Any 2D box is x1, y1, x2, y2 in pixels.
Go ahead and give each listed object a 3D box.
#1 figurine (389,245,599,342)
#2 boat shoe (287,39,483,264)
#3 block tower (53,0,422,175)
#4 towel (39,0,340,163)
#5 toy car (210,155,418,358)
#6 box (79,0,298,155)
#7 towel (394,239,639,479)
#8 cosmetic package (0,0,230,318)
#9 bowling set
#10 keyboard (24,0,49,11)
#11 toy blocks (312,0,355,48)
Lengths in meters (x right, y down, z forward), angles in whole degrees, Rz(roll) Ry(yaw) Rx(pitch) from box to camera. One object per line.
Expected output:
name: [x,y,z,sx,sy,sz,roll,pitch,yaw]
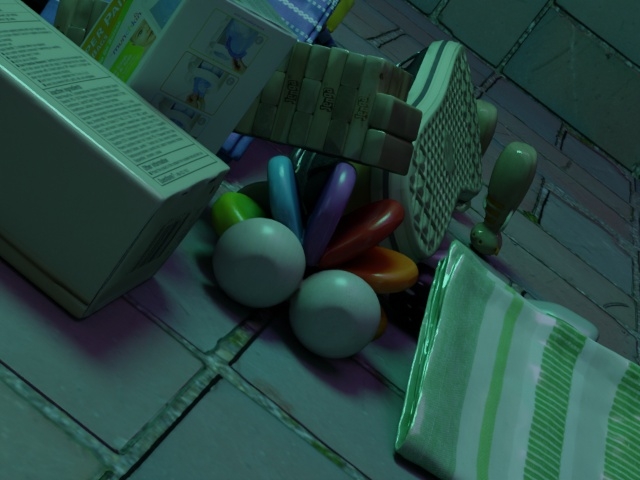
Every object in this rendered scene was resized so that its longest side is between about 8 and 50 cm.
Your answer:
figurine: [0.166,0.078,1.426,0.209,0.092,0.215,36,15,10]
boat shoe: [0.075,-0.095,1.493,0.500,0.156,0.187,-51,133,-65]
block tower: [-0.078,-0.140,1.261,0.335,0.091,0.097,15,1,20]
towel: [-0.112,-0.260,1.459,0.243,0.336,0.040,34,-27,-6]
toy car: [0.000,0.000,1.192,0.182,0.136,0.159,34,17,-9]
box: [-0.131,-0.127,1.150,0.103,0.203,0.114,24,20,-37]
towel: [0.218,0.165,1.218,0.325,0.038,0.248,34,41,-15]
cosmetic package: [-0.233,-0.095,1.020,0.309,0.113,0.160,38,16,5]
bowling set: [0.128,-0.117,1.822,0.199,0.154,0.287,8,29,-22]
keyboard: [-0.348,-0.268,1.413,0.192,0.038,0.100,30,-5,-20]
toy blocks: [-0.055,-0.261,1.649,0.381,0.190,0.261,57,5,-31]
